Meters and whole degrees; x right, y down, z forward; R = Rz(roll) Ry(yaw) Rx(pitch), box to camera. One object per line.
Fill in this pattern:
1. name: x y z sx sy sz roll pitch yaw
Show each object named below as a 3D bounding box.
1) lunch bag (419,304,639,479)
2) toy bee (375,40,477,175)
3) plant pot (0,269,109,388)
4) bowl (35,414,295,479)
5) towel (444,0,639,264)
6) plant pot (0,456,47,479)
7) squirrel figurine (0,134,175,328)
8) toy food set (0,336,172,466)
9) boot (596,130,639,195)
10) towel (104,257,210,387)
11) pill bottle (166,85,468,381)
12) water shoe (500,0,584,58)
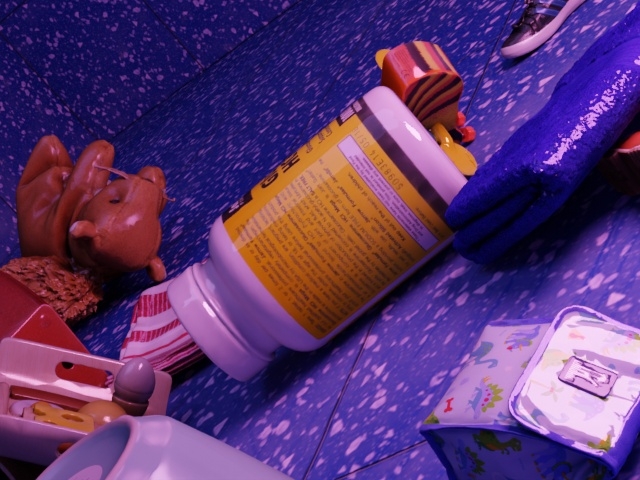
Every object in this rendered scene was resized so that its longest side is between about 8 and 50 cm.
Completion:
1. lunch bag: 0.168 0.119 0.947 0.151 0.096 0.129 -5 34 42
2. toy bee: 0.123 -0.153 1.646 0.162 0.195 0.298 -21 -5 -23
3. plant pot: -0.457 0.208 1.902 0.236 0.267 0.267 -1 41 48
4. bowl: -0.178 0.277 1.193 0.311 0.163 0.311 -37 16 13
5. towel: 0.253 -0.125 1.310 0.308 0.076 0.227 -48 -2 -26
6. plant pot: -0.385 0.290 1.594 0.237 0.237 0.254 -35 2 22
7. squirrel figurine: -0.413 0.022 2.365 0.397 0.281 0.370 -58 29 -7
8. toy food set: -0.262 0.185 1.503 0.306 0.220 0.092 -139 65 -75
9. boot: 0.317 -0.083 1.190 0.085 0.059 0.158 -38 14 -7
10. towel: -0.175 0.091 1.861 0.237 0.037 0.329 -29 18 12
11. pill bottle: 0.000 0.000 1.463 0.334 0.188 0.188 -39 16 7
12. water shoe: 0.310 -0.338 1.838 0.203 0.080 0.073 -44 15 -10
